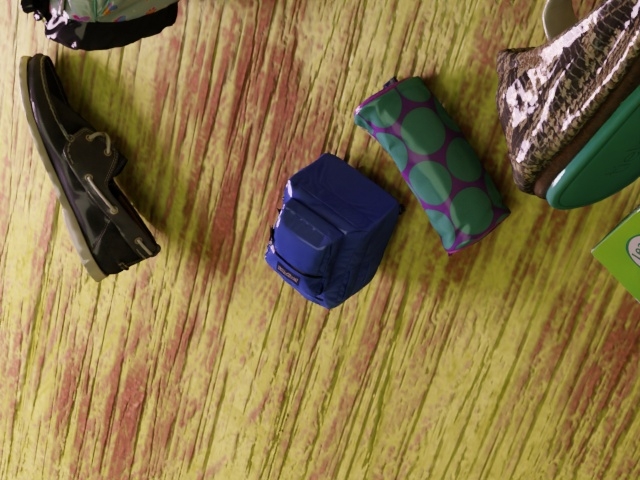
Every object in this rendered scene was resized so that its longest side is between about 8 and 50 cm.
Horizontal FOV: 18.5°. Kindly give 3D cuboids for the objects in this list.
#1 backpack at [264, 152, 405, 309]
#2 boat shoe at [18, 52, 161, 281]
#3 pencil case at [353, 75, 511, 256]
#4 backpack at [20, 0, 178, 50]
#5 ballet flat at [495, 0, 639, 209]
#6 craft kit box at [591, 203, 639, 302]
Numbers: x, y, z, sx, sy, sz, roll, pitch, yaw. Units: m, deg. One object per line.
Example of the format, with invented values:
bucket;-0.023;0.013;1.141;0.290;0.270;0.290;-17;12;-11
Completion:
backpack;0.000;0.000;1.732;0.098;0.101;0.120;41;143;21
boat shoe;-0.228;-0.079;1.915;0.079;0.084;0.233;-20;101;9
pencil case;0.091;-0.063;1.625;0.070;0.064;0.152;-31;97;34
backpack;-0.167;-0.261;1.665;0.115;0.152;0.182;20;120;23
ballet flat;0.261;-0.191;1.323;0.483;0.164;0.182;-39;66;52
craft kit box;0.362;0.026;1.457;0.246;0.061;0.250;48;140;6
